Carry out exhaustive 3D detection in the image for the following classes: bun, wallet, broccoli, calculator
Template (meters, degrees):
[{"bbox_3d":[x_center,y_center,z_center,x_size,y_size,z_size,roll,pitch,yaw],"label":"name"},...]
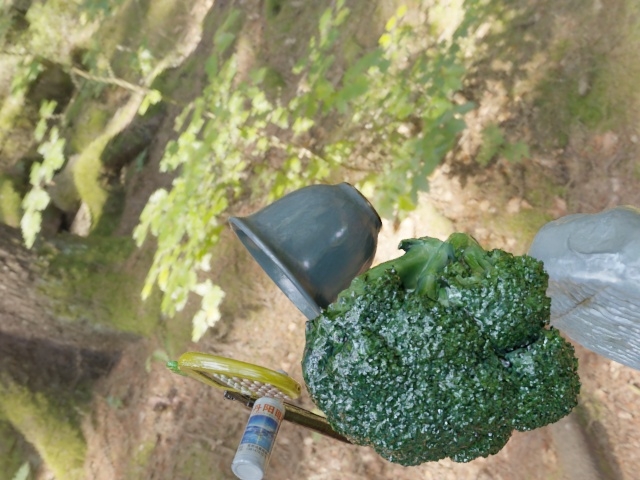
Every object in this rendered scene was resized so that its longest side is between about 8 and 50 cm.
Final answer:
[{"bbox_3d":[0.493,0.067,1.228,0.354,0.354,0.194,-8,48,61],"label":"bun"},{"bbox_3d":[-0.057,0.336,1.542,0.133,0.243,0.039,1,69,65],"label":"wallet"},{"bbox_3d":[0.110,0.111,0.820,0.295,0.265,0.245,-10,47,45],"label":"broccoli"},{"bbox_3d":[-0.139,0.212,1.246,0.235,0.146,0.032,6,67,25],"label":"calculator"}]

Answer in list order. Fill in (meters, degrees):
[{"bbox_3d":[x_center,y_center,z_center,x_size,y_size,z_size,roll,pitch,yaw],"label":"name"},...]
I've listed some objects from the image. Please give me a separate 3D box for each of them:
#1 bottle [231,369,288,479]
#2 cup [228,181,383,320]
[{"bbox_3d":[-0.096,0.312,1.375,0.060,0.060,0.217,-43,18,36],"label":"bottle"},{"bbox_3d":[0.000,0.000,1.024,0.150,0.199,0.199,-41,22,-9],"label":"cup"}]
